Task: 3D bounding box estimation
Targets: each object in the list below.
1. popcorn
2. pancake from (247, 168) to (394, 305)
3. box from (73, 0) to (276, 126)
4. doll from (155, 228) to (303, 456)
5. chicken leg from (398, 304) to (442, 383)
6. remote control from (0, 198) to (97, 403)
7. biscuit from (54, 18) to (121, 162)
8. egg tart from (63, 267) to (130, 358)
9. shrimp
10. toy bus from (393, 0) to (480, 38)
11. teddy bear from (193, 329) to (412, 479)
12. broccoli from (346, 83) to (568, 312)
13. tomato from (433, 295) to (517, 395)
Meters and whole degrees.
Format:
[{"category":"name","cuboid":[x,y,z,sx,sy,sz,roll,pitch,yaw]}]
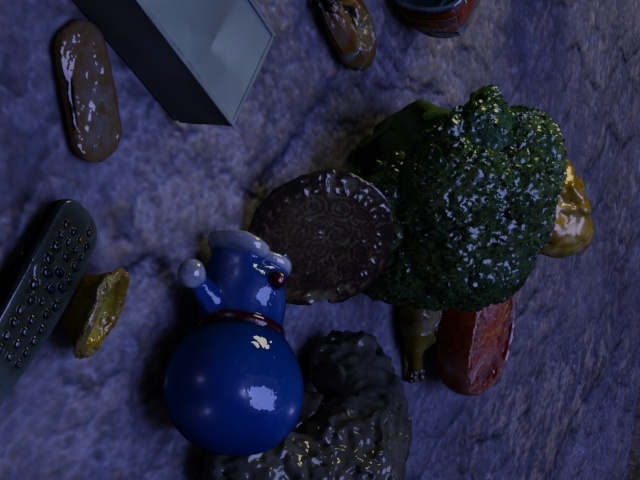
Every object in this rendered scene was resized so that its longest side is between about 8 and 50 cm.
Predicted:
[{"category":"popcorn","cuboid":[0.406,-0.060,1.967,0.253,0.190,0.191,35,74,-60]},{"category":"pancake","cuboid":[0.000,0.001,1.364,0.021,0.199,0.199,-109,-174,-60]},{"category":"box","cuboid":[-0.149,-0.238,1.130,0.225,0.086,0.129,52,53,-50]},{"category":"doll","cuboid":[-0.103,0.119,1.253,0.215,0.161,0.257,33,52,-42]},{"category":"chicken leg","cuboid":[0.161,0.151,1.745,0.093,0.070,0.178,-38,136,-56]},{"category":"remote control","cuboid":[-0.280,0.059,1.033,0.222,0.042,0.072,-65,146,-27]},{"category":"biscuit","cuboid":[-0.232,-0.147,1.083,0.071,0.018,0.147,-37,126,-52]},{"category":"egg tart","cuboid":[-0.230,0.070,1.097,0.105,0.039,0.105,25,90,-82]},{"category":"shrimp","cuboid":[0.036,-0.299,1.453,0.180,0.041,0.099,43,60,-53]},{"category":"toy bus","cuboid":[0.200,-0.420,1.623,0.265,0.121,0.120,-68,155,-21]},{"category":"teddy bear","cuboid":[0.004,0.352,1.455,0.357,0.224,0.367,-41,145,-49]},{"category":"broccoli","cuboid":[0.181,-0.052,1.520,0.413,0.321,0.310,-4,92,-41]},{"category":"tomato","cuboid":[0.257,0.157,1.868,0.237,0.095,0.237,-27,121,-57]}]
